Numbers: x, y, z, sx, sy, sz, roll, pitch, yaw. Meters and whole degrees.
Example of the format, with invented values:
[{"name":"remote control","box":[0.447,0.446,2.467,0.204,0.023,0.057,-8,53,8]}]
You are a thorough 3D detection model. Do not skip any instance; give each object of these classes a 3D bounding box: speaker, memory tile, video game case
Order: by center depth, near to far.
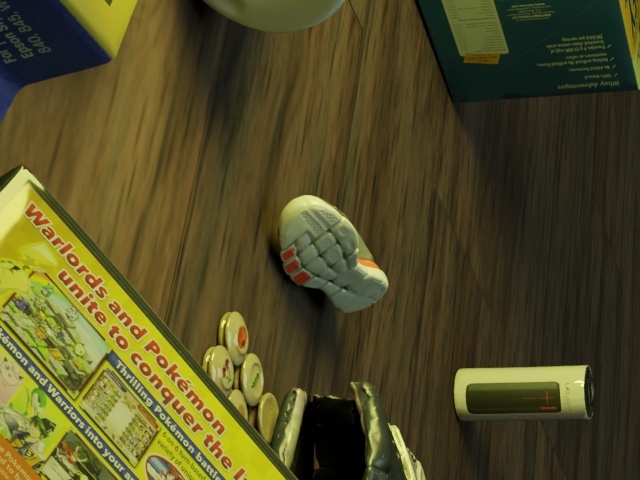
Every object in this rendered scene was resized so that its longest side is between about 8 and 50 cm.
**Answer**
[{"name":"video game case","box":[-0.109,0.135,0.733,0.275,0.035,0.248,51,36,-14]},{"name":"memory tile","box":[-0.062,0.128,1.096,0.148,0.012,0.113,-68,149,-52]},{"name":"speaker","box":[0.207,0.155,1.668,0.055,0.136,0.055,-3,90,-71]}]

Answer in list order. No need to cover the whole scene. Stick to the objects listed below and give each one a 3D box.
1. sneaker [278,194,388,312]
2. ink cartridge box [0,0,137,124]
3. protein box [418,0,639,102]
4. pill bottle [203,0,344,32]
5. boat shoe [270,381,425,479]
[{"name":"sneaker","box":[0.000,0.000,1.257,0.065,0.061,0.158,67,6,32]},{"name":"ink cartridge box","box":[-0.160,-0.214,0.683,0.303,0.072,0.307,49,49,-52]},{"name":"protein box","box":[0.213,-0.258,1.657,0.201,0.200,0.136,63,30,-49]},{"name":"pill bottle","box":[-0.016,-0.249,1.128,0.208,0.119,0.119,-74,153,-43]},{"name":"boat shoe","box":[0.009,0.259,1.119,0.158,0.127,0.340,66,19,-51]}]
